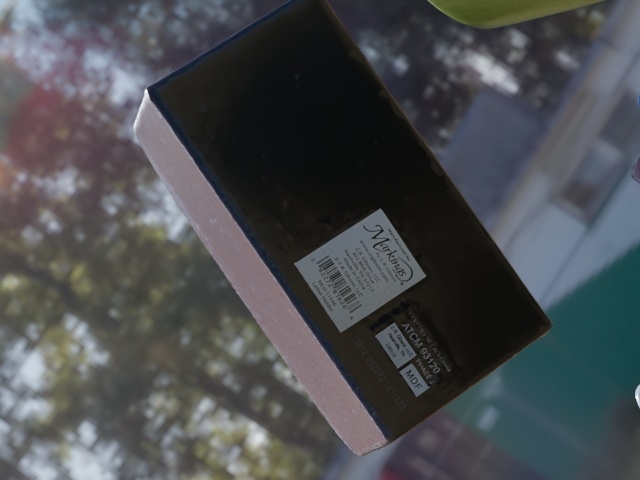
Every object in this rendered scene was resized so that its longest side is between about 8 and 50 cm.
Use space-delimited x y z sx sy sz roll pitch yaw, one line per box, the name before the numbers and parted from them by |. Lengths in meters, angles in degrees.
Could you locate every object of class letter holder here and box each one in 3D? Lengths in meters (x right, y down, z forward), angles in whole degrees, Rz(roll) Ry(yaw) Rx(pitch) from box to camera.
letter holder | 0.000 0.000 1.412 0.152 0.302 0.214 -34 -3 -17

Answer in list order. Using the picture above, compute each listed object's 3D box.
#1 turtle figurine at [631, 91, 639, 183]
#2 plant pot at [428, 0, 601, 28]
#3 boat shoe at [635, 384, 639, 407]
turtle figurine | 0.340 -0.016 1.090 0.198 0.274 0.266 -49 30 4
plant pot | 0.170 -0.251 1.044 0.293 0.275 0.275 -35 8 35
boat shoe | 0.452 0.215 2.162 0.065 0.183 0.083 -27 -20 -48
